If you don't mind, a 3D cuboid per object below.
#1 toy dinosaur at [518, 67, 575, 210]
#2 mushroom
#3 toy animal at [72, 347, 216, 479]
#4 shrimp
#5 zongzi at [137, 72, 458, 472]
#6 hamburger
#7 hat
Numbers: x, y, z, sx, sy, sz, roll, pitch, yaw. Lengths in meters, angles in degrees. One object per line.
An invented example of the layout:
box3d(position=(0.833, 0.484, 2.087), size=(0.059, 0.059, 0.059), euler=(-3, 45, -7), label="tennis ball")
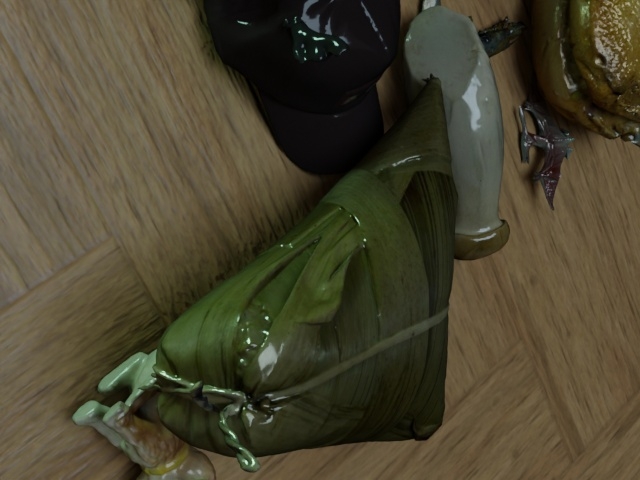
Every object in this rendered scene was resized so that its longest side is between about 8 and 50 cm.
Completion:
box3d(position=(0.343, -0.155, 1.565), size=(0.108, 0.032, 0.220), euler=(-6, 86, -32), label="toy dinosaur")
box3d(position=(0.188, -0.142, 1.394), size=(0.128, 0.128, 0.350), euler=(-19, 108, -34), label="mushroom")
box3d(position=(-0.160, 0.211, 1.177), size=(0.184, 0.104, 0.185), euler=(-46, 113, -35), label="toy animal")
box3d(position=(0.217, -0.326, 1.459), size=(0.195, 0.035, 0.148), euler=(-27, 106, -30), label="shrimp")
box3d(position=(-0.019, -0.002, 1.131), size=(0.500, 0.218, 0.467), euler=(9, 83, -57), label="zongzi")
box3d(position=(0.448, -0.308, 1.545), size=(0.289, 0.170, 0.314), euler=(14, 82, -34), label="hamburger")
box3d(position=(0.031, -0.236, 1.218), size=(0.238, 0.209, 0.336), euler=(-45, 119, -29), label="hat")
